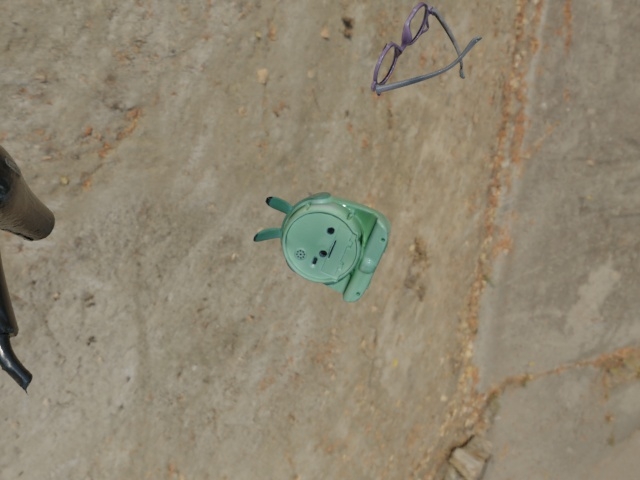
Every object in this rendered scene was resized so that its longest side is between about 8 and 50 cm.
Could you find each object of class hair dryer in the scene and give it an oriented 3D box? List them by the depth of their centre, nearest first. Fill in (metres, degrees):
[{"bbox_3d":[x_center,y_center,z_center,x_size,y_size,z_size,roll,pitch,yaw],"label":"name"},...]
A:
[{"bbox_3d":[-0.334,0.032,0.650,0.235,0.091,0.271,85,-9,-72],"label":"hair dryer"}]

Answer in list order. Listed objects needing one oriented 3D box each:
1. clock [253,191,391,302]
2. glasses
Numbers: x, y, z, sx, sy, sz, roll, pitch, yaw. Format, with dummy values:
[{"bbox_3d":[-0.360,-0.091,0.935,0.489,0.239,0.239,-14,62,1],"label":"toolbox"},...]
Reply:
[{"bbox_3d":[0.000,0.000,0.668,0.041,0.135,0.101,-61,173,-67],"label":"clock"},{"bbox_3d":[0.138,-0.218,0.755,0.140,0.104,0.062,-56,160,-15],"label":"glasses"}]
